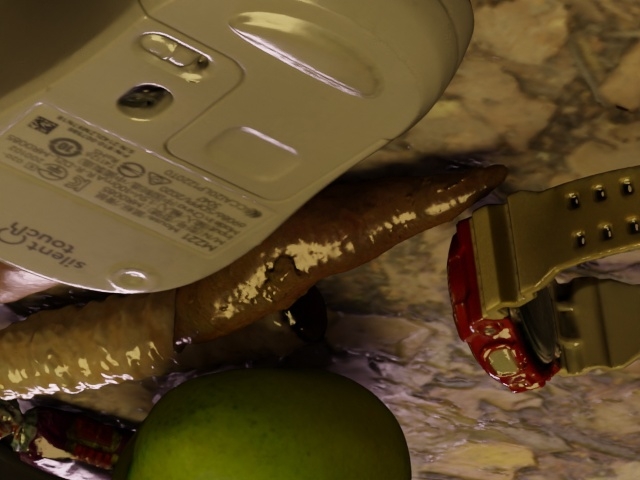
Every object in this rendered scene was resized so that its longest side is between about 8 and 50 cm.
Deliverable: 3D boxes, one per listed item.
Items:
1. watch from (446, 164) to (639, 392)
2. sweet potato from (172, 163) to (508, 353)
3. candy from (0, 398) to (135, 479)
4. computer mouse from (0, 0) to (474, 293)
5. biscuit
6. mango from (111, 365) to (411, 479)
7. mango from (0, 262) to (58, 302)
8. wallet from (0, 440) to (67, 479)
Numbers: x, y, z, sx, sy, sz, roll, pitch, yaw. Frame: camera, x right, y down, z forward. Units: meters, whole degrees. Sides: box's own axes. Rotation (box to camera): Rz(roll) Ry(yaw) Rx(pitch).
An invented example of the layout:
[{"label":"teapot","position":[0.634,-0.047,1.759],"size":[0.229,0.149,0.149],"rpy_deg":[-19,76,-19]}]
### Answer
[{"label":"watch","position":[0.199,0.006,1.024],"size":[0.268,0.102,0.165],"rpy_deg":[-20,153,29]},{"label":"sweet potato","position":[-0.005,-0.004,1.060],"size":[0.226,0.068,0.068],"rpy_deg":[-27,137,20]},{"label":"candy","position":[-0.157,0.141,1.294],"size":[0.175,0.045,0.043],"rpy_deg":[20,155,-23]},{"label":"computer mouse","position":[-0.066,-0.085,0.887],"size":[0.184,0.121,0.297],"rpy_deg":[20,146,-29]},{"label":"biscuit","position":[-0.104,0.056,1.153],"size":[0.219,0.055,0.061],"rpy_deg":[-12,161,20]},{"label":"mango","position":[-0.033,0.150,1.178],"size":[0.185,0.149,0.273],"rpy_deg":[-5,165,-14]},{"label":"mango","position":[-0.168,-0.011,1.058],"size":[0.101,0.066,0.187],"rpy_deg":[16,150,-17]},{"label":"wallet","position":[-0.202,0.199,1.399],"size":[0.124,0.025,0.244],"rpy_deg":[-25,137,34]}]
